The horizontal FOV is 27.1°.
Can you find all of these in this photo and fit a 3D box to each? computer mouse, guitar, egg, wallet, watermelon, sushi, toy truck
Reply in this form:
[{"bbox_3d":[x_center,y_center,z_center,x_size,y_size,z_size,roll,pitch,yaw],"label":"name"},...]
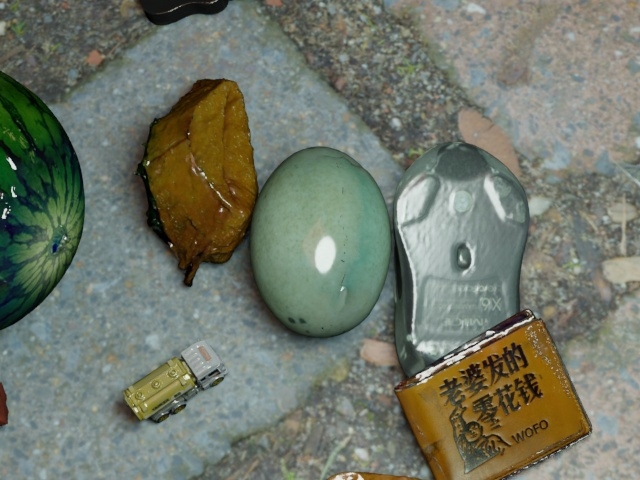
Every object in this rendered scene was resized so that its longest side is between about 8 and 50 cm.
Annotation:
[{"bbox_3d":[0.158,0.072,1.579,0.167,0.090,0.379,3,84,-6],"label":"computer mouse"},{"bbox_3d":[-0.108,-0.338,1.783,0.271,0.038,0.084,-2,70,4],"label":"guitar"},{"bbox_3d":[0.000,0.000,1.571,0.169,0.169,0.236,-1,71,4],"label":"egg"},{"bbox_3d":[0.199,0.190,1.517,0.195,0.042,0.161,-27,95,-8],"label":"wallet"},{"bbox_3d":[-0.447,-0.052,1.544,0.363,0.363,0.363,-2,69,4],"label":"watermelon"},{"bbox_3d":[-0.164,-0.094,1.646,0.149,0.140,0.287,4,63,-34],"label":"sushi"},{"bbox_3d":[-0.174,0.168,1.577,0.123,0.063,0.052,-34,69,-8],"label":"toy truck"}]

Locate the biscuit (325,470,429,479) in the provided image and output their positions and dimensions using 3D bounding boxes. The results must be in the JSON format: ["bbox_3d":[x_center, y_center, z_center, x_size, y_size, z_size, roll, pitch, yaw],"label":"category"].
[{"bbox_3d":[0.111,0.397,1.469,0.262,0.052,0.277,0,72,4],"label":"biscuit"}]

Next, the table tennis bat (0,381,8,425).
[{"bbox_3d":[-0.576,0.252,1.588,0.415,0.051,0.268,-16,68,1],"label":"table tennis bat"}]
